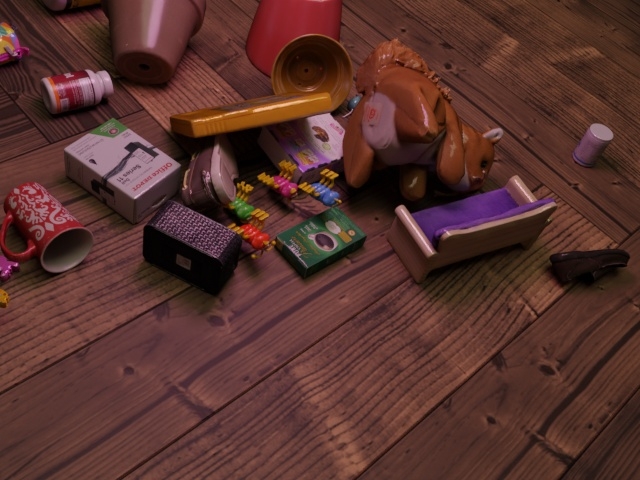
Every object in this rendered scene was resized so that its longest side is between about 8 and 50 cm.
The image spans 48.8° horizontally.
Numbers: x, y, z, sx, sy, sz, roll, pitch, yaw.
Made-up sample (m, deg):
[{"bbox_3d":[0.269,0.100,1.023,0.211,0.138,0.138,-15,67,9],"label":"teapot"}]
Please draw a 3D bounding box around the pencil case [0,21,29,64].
[{"bbox_3d":[-0.827,-0.443,1.677,0.104,0.104,0.236,42,54,20],"label":"pencil case"}]

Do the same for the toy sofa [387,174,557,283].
[{"bbox_3d":[0.350,-0.047,1.622,0.362,0.177,0.150,-15,57,-25],"label":"toy sofa"}]

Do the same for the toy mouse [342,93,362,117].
[{"bbox_3d":[0.123,-0.354,1.911,0.143,0.031,0.161,-11,55,-24],"label":"toy mouse"}]

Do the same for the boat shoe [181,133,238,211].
[{"bbox_3d":[-0.241,-0.154,1.553,0.097,0.116,0.324,-20,26,5],"label":"boat shoe"}]

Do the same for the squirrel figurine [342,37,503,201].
[{"bbox_3d":[0.261,-0.285,1.700,0.370,0.281,0.397,11,56,-35],"label":"squirrel figurine"}]

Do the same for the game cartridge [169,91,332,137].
[{"bbox_3d":[-0.173,-0.298,1.646,0.324,0.052,0.285,-13,16,-20],"label":"game cartridge"}]

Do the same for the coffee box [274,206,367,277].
[{"bbox_3d":[0.000,0.000,1.573,0.184,0.040,0.113,-29,63,-34],"label":"coffee box"}]

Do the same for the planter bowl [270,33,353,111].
[{"bbox_3d":[-0.029,-0.438,1.855,0.217,0.217,0.090,2,24,-14],"label":"planter bowl"}]

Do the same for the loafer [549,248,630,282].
[{"bbox_3d":[0.644,0.064,1.690,0.220,0.080,0.078,-3,84,-19],"label":"loafer"}]

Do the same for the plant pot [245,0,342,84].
[{"bbox_3d":[-0.060,-0.608,1.933,0.275,0.243,0.275,7,50,-9],"label":"plant pot"}]

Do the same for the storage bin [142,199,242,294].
[{"bbox_3d":[-0.261,0.015,1.433,0.180,0.122,0.084,27,49,7],"label":"storage bin"}]

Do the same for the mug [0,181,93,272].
[{"bbox_3d":[-0.555,-0.032,1.389,0.169,0.113,0.150,43,20,25],"label":"mug"}]

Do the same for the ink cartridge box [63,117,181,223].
[{"bbox_3d":[-0.431,-0.154,1.551,0.208,0.087,0.153,34,51,12],"label":"ink cartridge box"}]

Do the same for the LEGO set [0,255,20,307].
[{"bbox_3d":[-0.608,0.097,1.291,0.093,0.087,0.227,10,50,-7],"label":"LEGO set"}]

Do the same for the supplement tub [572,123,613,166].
[{"bbox_3d":[0.755,-0.263,1.962,0.071,0.107,0.071,8,49,-9],"label":"supplement tub"}]

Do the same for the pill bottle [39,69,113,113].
[{"bbox_3d":[-0.579,-0.358,1.682,0.152,0.086,0.086,-21,59,-30],"label":"pill bottle"}]

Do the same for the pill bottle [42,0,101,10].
[{"bbox_3d":[-0.604,-0.754,1.938,0.334,0.188,0.188,-25,61,-31],"label":"pill bottle"}]

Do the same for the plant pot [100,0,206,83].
[{"bbox_3d":[-0.430,-0.528,1.788,0.263,0.263,0.229,6,68,-11],"label":"plant pot"}]

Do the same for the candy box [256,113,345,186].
[{"bbox_3d":[-0.026,-0.229,1.721,0.196,0.070,0.165,-24,67,-35],"label":"candy box"}]

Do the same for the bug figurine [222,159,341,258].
[{"bbox_3d":[-0.098,-0.077,1.554,0.279,0.072,0.216,-32,43,-23],"label":"bug figurine"}]
